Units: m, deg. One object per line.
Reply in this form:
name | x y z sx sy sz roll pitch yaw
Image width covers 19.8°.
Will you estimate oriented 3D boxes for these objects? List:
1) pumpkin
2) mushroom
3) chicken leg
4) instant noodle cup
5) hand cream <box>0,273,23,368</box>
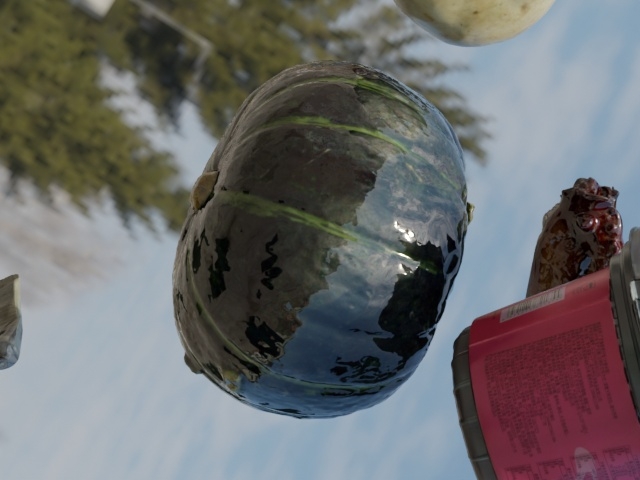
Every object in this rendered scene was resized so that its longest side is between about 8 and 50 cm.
pumpkin | 0.000 0.000 1.610 0.323 0.241 0.323 -159 -90 -87
mushroom | 0.137 -0.250 1.604 0.166 0.166 0.127 -46 -148 41
chicken leg | 0.246 0.106 1.875 0.407 0.096 0.158 92 -2 -46
instant noodle cup | 0.215 0.133 1.497 0.182 0.302 0.258 -17 -127 17
hand cream | -0.336 0.085 1.914 0.057 0.037 0.165 -23 -150 0
